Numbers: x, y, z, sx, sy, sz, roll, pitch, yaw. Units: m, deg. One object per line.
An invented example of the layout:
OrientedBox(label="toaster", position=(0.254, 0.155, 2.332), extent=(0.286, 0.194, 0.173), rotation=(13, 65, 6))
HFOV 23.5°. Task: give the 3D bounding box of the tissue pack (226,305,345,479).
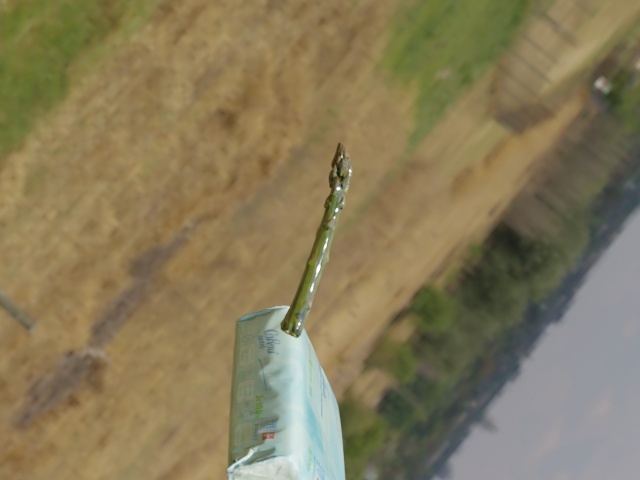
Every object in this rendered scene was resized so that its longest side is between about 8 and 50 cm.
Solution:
OrientedBox(label="tissue pack", position=(-0.034, 0.215, 1.676), extent=(0.089, 0.177, 0.263), rotation=(-15, -148, 11))

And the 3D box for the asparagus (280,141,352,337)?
OrientedBox(label="asparagus", position=(0.000, 0.000, 0.879), extent=(0.015, 0.014, 0.114), rotation=(28, 76, -51))
